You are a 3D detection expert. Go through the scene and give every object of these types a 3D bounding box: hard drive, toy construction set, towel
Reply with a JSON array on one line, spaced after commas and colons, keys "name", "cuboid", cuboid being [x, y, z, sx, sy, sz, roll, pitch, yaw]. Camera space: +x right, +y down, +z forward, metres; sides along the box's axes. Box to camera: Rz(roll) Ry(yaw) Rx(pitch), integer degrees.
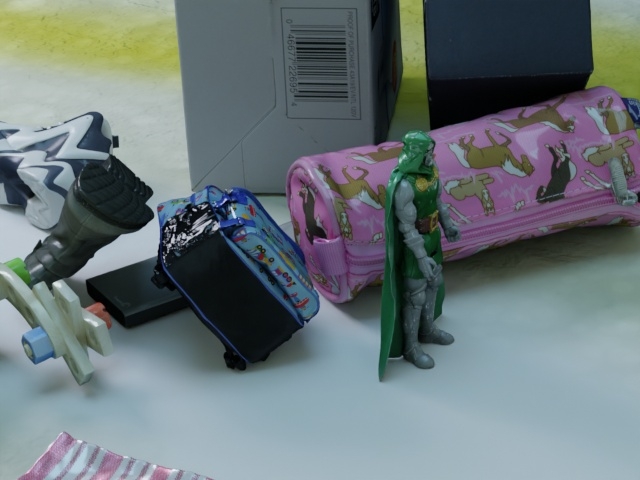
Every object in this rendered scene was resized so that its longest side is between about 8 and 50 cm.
[{"name": "hard drive", "cuboid": [-0.164, 0.046, 1.885, 0.135, 0.022, 0.094, -20, 31, -26]}, {"name": "toy construction set", "cuboid": [-0.366, 0.085, 1.703, 0.327, 0.151, 0.215, -10, 2, -27]}, {"name": "towel", "cuboid": [-0.184, 0.228, 1.533, 0.197, 0.029, 0.144, 11, 32, 28]}]

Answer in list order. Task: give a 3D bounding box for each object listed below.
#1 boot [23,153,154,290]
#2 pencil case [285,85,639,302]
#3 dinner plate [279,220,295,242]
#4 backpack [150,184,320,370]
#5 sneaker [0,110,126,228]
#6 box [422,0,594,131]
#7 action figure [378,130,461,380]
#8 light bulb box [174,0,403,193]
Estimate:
[{"name": "boot", "cuboid": [-0.246, 0.003, 1.822, 0.161, 0.083, 0.246, -48, 5, 5]}, {"name": "pencil case", "cuboid": [0.154, -0.049, 1.880, 0.386, 0.160, 0.167, -14, -9, -17]}, {"name": "dinner plate", "cuboid": [0.000, 0.000, 1.957, 0.141, 0.017, 0.141, -3, 26, 2]}, {"name": "backpack", "cuboid": [-0.088, 0.017, 1.773, 0.117, 0.158, 0.173, -35, 27, 9]}, {"name": "sneaker", "cuboid": [-0.319, -0.104, 2.122, 0.153, 0.094, 0.235, -24, 33, -35]}, {"name": "box", "cuboid": [0.202, -0.313, 2.053, 0.179, 0.343, 0.312, -2, -10, 3]}, {"name": "action figure", "cuboid": [0.093, 0.004, 1.700, 0.063, 0.232, 0.137, 9, 31, 23]}, {"name": "light bulb box", "cuboid": [-0.029, -0.289, 2.147, 0.225, 0.358, 0.361, 2, 29, 8]}]
